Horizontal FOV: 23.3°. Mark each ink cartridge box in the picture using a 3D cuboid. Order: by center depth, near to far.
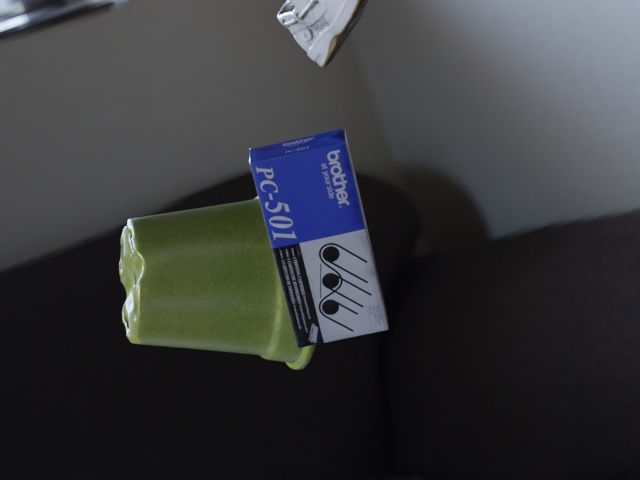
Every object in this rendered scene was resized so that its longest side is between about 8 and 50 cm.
[{"bbox_3d":[0.000,0.000,1.542,0.097,0.207,0.046,-12,22,4],"label":"ink cartridge box"}]

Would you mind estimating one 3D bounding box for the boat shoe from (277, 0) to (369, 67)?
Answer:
[{"bbox_3d":[0.006,-0.268,1.598,0.098,0.096,0.277,-57,2,-23],"label":"boat shoe"}]

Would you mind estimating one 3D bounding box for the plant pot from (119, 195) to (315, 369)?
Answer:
[{"bbox_3d":[-0.155,0.056,2.249,0.253,0.276,0.276,-2,-1,-16],"label":"plant pot"}]
